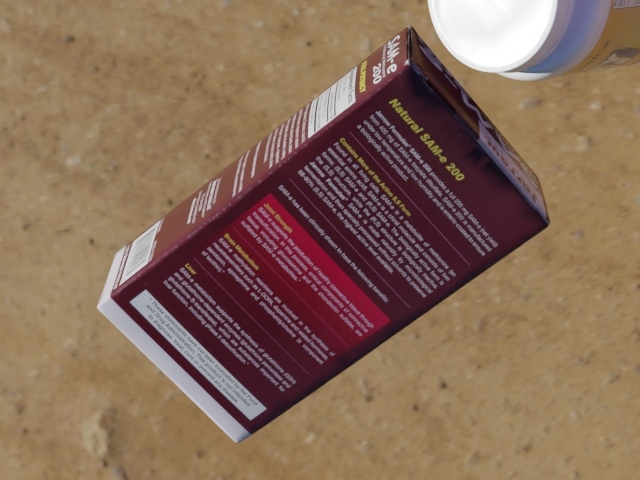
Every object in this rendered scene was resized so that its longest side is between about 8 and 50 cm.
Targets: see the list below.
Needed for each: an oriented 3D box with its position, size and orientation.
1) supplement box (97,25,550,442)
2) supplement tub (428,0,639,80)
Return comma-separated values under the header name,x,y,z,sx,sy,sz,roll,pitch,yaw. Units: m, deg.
name,x,y,z,sx,sy,sz,roll,pitch,yaw
supplement box,0.000,0.000,0.844,0.239,0.073,0.130,-36,110,19
supplement tub,0.195,-0.205,1.146,0.144,0.200,0.144,13,109,41
